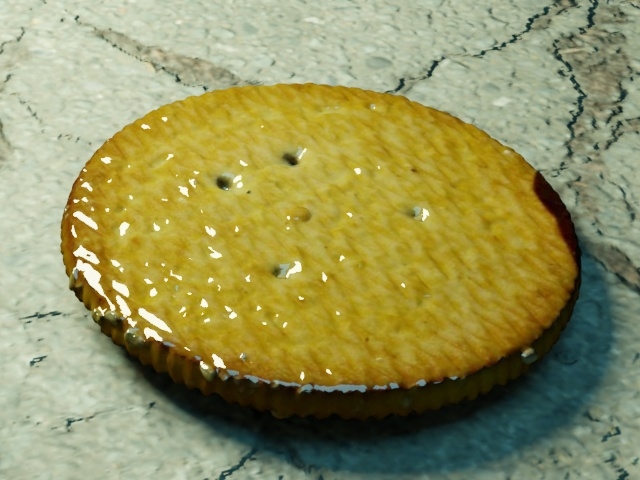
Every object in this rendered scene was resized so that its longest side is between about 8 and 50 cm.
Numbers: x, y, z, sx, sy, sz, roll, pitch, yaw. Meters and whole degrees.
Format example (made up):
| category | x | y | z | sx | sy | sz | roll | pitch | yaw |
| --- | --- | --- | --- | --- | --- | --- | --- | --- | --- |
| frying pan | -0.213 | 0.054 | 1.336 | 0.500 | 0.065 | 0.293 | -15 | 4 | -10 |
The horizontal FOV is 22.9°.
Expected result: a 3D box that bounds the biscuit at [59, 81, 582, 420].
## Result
| category | x | y | z | sx | sy | sz | roll | pitch | yaw |
| --- | --- | --- | --- | --- | --- | --- | --- | --- | --- |
| biscuit | 0.000 | 0.000 | 0.916 | 0.305 | 0.038 | 0.305 | 4 | 38 | -3 |
